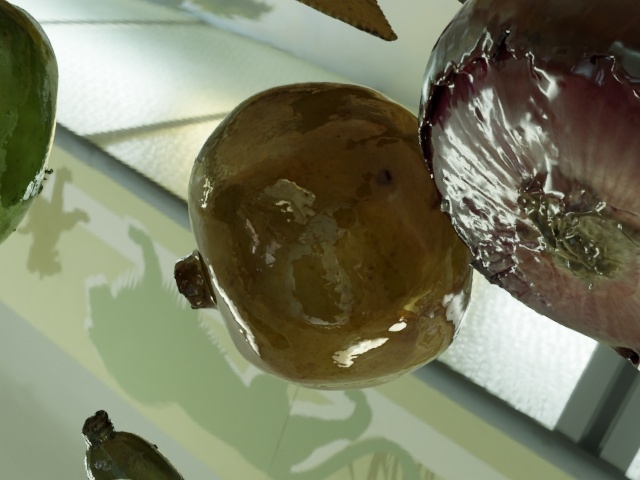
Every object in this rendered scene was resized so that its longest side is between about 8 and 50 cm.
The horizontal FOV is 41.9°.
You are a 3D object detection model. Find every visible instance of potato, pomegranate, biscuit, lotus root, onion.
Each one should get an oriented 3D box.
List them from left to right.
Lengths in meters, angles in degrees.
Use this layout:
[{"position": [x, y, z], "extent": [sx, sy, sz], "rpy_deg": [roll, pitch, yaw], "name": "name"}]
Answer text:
[{"position": [-0.393, -0.116, 0.894], "extent": [0.216, 0.304, 0.216], "rpy_deg": [11, -178, 0], "name": "potato"}, {"position": [-0.217, 0.278, 0.974], "extent": [0.183, 0.090, 0.077], "rpy_deg": [54, -136, -20], "name": "lotus root"}, {"position": [-0.014, -0.363, 1.112], "extent": [0.237, 0.013, 0.232], "rpy_deg": [16, -141, -35], "name": "biscuit"}, {"position": [0.000, 0.000, 1.093], "extent": [0.417, 0.416, 0.416], "rpy_deg": [15, -156, -7], "name": "pomegranate"}, {"position": [0.162, -0.033, 0.417], "extent": [0.248, 0.248, 0.161], "rpy_deg": [32, -131, 29], "name": "onion"}]

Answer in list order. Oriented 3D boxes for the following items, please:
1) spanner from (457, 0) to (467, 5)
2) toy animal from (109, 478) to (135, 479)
[{"position": [0.132, -0.323, 0.898], "extent": [0.054, 0.015, 0.254], "rpy_deg": [14, 168, 32], "name": "spanner"}, {"position": [-0.101, 0.243, 0.547], "extent": [0.248, 0.149, 0.165], "rpy_deg": [32, -149, 8], "name": "toy animal"}]
